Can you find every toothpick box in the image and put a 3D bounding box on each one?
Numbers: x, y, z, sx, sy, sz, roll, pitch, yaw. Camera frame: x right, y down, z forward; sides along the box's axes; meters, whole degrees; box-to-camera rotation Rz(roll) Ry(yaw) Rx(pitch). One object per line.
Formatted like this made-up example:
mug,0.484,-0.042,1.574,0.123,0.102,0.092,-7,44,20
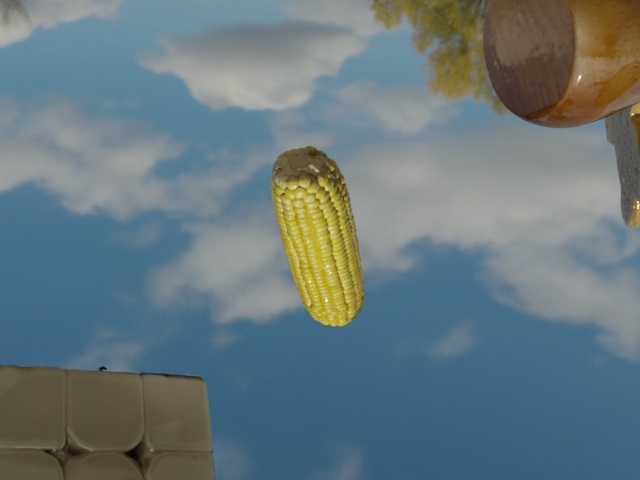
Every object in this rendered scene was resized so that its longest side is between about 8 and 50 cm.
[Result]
toothpick box,0.306,-0.190,0.737,0.294,0.192,0.192,-12,-148,-22

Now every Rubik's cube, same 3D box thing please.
Rubik's cube,-0.312,0.331,0.966,0.291,0.290,0.291,11,-123,-39

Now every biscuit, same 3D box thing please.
biscuit,0.368,-0.142,0.969,0.030,0.234,0.153,-5,162,4

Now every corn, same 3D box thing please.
corn,0.000,0.000,0.872,0.081,0.248,0.081,-5,-128,7
